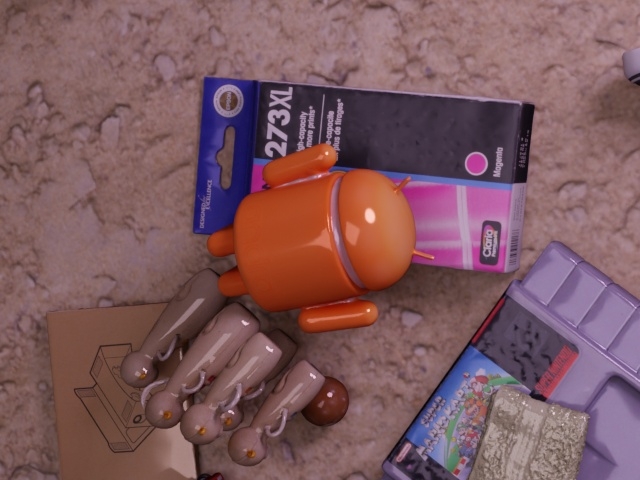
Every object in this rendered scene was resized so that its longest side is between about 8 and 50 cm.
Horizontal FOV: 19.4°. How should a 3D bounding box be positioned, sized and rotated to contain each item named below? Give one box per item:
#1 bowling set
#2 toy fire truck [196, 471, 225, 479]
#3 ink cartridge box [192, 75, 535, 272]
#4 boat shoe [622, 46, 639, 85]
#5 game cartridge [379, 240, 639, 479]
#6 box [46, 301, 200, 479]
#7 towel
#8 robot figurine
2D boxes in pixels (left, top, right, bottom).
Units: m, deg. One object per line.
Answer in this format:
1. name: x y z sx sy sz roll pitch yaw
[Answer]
1. bowling set: -0.076 0.168 1.922 0.200 0.287 0.154 40 92 -20
2. toy fire truck: -0.164 0.345 2.029 0.192 0.047 0.135 -25 92 18
3. ink cartridge box: 0.032 -0.073 1.947 0.371 0.069 0.175 7 95 22
4. boat shoe: 0.439 -0.147 1.779 0.301 0.108 0.102 -1 90 13
5. game cartridge: 0.218 0.203 1.893 0.230 0.068 0.355 36 103 10
6. box: -0.218 0.172 2.065 0.164 0.021 0.201 -5 90 20
7. towel: 0.202 0.226 1.856 0.110 0.027 0.148 18 98 17
8. robot figurine: 0.001 0.002 1.862 0.219 0.128 0.158 -13 59 21
